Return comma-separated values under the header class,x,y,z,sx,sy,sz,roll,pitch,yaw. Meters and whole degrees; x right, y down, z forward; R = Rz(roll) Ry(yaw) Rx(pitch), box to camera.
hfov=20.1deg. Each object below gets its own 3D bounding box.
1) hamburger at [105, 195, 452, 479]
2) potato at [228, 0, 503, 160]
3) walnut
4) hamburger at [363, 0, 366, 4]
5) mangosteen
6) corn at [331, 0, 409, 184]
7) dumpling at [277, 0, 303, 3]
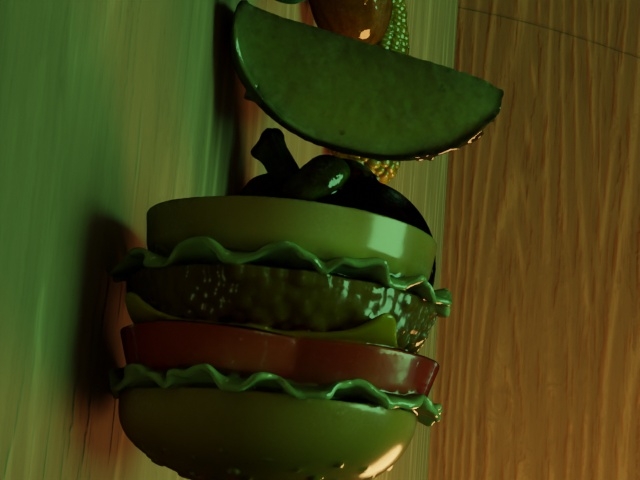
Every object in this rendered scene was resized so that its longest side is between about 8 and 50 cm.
class,x,y,z,sx,sy,sz,roll,pitch,yaw
hamburger,-0.036,0.093,1.389,0.274,0.274,0.212,52,44,-75
potato,0.033,-0.141,1.818,0.255,0.269,0.112,-65,175,-88
walnut,0.031,-0.323,2.137,0.116,0.115,0.207,-68,151,-62
hamburger,0.035,-0.405,1.904,0.276,0.179,0.294,70,24,-66
mangosteen,0.000,0.000,1.813,0.250,0.211,0.211,64,15,-7
corn,0.067,-0.198,2.374,0.101,0.101,0.310,72,19,-62
dumpling,-0.031,-0.275,1.710,0.153,0.108,0.219,56,10,23
